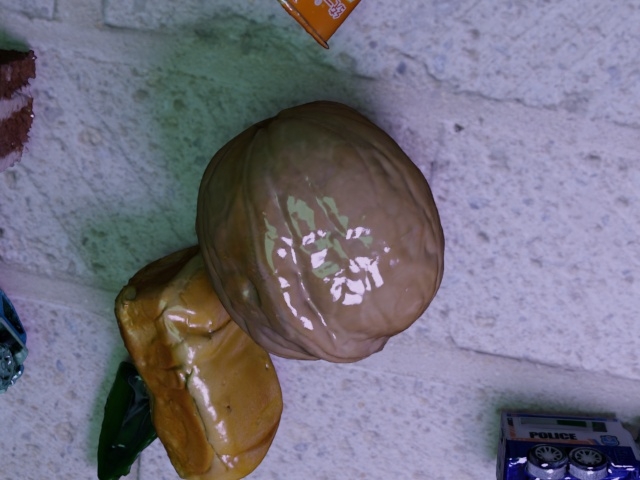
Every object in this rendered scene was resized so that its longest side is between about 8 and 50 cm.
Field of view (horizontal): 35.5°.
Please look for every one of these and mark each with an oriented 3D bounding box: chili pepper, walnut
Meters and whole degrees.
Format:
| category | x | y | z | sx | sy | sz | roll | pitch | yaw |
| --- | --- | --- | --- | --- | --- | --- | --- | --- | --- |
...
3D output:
| category | x | y | z | sx | sy | sz | roll | pitch | yaw |
| --- | --- | --- | --- | --- | --- | --- | --- | --- | --- |
| chili pepper | -0.258 | 0.256 | 1.396 | 0.108 | 0.062 | 0.216 | 25 | 114 | -3 |
| walnut | 0.001 | -0.001 | 1.157 | 0.277 | 0.252 | 0.313 | -27 | 110 | 3 |

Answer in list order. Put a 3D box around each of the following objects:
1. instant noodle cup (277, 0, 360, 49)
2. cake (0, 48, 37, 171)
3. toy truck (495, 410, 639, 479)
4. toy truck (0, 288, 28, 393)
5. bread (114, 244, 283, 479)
| category | x | y | z | sx | sy | sz | roll | pitch | yaw |
| --- | --- | --- | --- | --- | --- | --- | --- | --- | --- |
| instant noodle cup | -0.004 | -0.345 | 1.046 | 0.182 | 0.230 | 0.230 | -40 | 102 | 10 |
| cake | -0.423 | -0.157 | 1.209 | 0.134 | 0.135 | 0.147 | 5 | 108 | 6 |
| toy truck | 0.365 | 0.299 | 1.286 | 0.268 | 0.155 | 0.124 | 3 | 112 | 3 |
| toy truck | -0.496 | 0.097 | 1.277 | 0.155 | 0.156 | 0.279 | -11 | 135 | 11 |
| bread | -0.148 | 0.157 | 1.289 | 0.132 | 0.167 | 0.294 | 1 | 115 | 32 |
